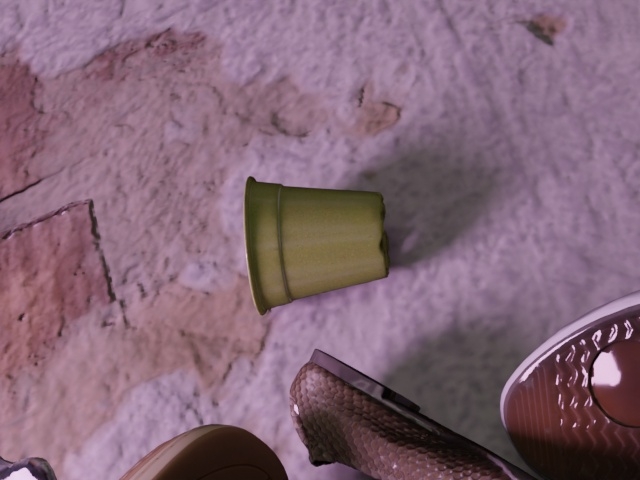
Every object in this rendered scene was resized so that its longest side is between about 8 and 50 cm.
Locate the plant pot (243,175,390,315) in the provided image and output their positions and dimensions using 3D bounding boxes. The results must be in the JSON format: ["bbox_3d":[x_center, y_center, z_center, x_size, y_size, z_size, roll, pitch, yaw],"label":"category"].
[{"bbox_3d":[0.000,0.000,0.824,0.079,0.083,0.083,-5,54,5],"label":"plant pot"}]

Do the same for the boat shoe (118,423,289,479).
[{"bbox_3d":[-0.142,0.231,0.686,0.110,0.121,0.341,9,58,53],"label":"boat shoe"}]

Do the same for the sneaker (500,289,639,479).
[{"bbox_3d":[0.233,0.050,0.685,0.290,0.123,0.106,-22,88,27],"label":"sneaker"}]

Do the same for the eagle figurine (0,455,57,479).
[{"bbox_3d":[-0.077,0.225,0.472,0.225,0.226,0.298,28,90,22],"label":"eagle figurine"}]

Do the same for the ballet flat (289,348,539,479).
[{"bbox_3d":[0.071,0.130,0.697,0.250,0.084,0.058,29,86,38],"label":"ballet flat"}]
